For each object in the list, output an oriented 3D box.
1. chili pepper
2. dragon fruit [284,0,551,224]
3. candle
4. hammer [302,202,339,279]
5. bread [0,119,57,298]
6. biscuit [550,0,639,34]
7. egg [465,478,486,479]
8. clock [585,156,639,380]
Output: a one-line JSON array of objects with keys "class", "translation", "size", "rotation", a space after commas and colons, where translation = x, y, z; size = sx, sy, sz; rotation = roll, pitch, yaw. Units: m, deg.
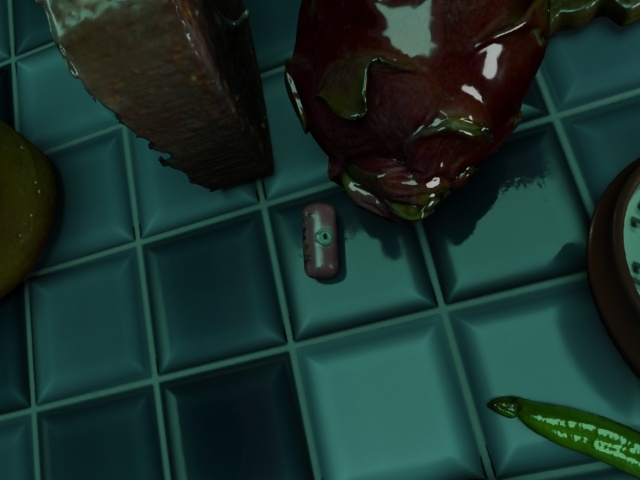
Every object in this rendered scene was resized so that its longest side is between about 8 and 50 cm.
[{"class": "chili pepper", "translation": [0.255, 0.181, 0.429], "size": [0.208, 0.049, 0.043], "rotation": [30, 53, 21]}, {"class": "dragon fruit", "translation": [0.084, -0.181, 0.451], "size": [0.250, 0.250, 0.315], "rotation": [29, 93, 18]}, {"class": "candle", "translation": [-0.122, -0.187, 0.502], "size": [0.131, 0.317, 0.288], "rotation": [-14, 116, 8]}, {"class": "hammer", "translation": [0.000, 0.000, 0.531], "size": [0.043, 0.043, 0.084], "rotation": [-4, 78, 13]}, {"class": "bread", "translation": [-0.479, -0.042, 0.599], "size": [0.311, 0.172, 0.313], "rotation": [-4, 76, 18]}, {"class": "biscuit", "translation": [0.263, -0.356, 0.544], "size": [0.278, 0.043, 0.302], "rotation": [-31, 71, 8]}, {"class": "egg", "translation": [0.141, 0.285, 0.381], "size": [0.141, 0.141, 0.182], "rotation": [-12, 66, 11]}, {"class": "clock", "translation": [0.382, 0.032, 0.386], "size": [0.318, 0.080, 0.319], "rotation": [-7, 58, 10]}]
